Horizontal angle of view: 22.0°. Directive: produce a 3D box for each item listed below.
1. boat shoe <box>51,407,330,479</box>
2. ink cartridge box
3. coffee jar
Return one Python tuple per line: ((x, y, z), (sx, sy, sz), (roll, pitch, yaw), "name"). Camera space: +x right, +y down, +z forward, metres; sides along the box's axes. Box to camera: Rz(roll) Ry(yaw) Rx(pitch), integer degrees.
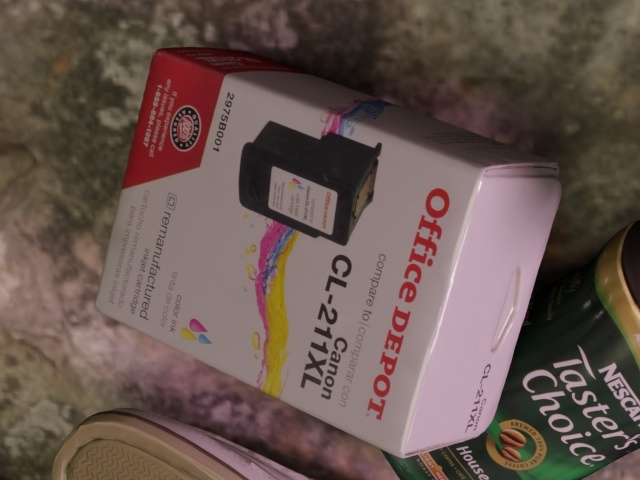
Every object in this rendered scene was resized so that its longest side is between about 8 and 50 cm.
((0.004, 0.179, 0.828), (0.302, 0.103, 0.113), (37, 117, 2), "boat shoe")
((0.000, 0.000, 0.716), (0.175, 0.072, 0.127), (22, 104, 31), "ink cartridge box")
((0.116, 0.060, 0.740), (0.184, 0.079, 0.096), (-32, 100, 30), "coffee jar")
